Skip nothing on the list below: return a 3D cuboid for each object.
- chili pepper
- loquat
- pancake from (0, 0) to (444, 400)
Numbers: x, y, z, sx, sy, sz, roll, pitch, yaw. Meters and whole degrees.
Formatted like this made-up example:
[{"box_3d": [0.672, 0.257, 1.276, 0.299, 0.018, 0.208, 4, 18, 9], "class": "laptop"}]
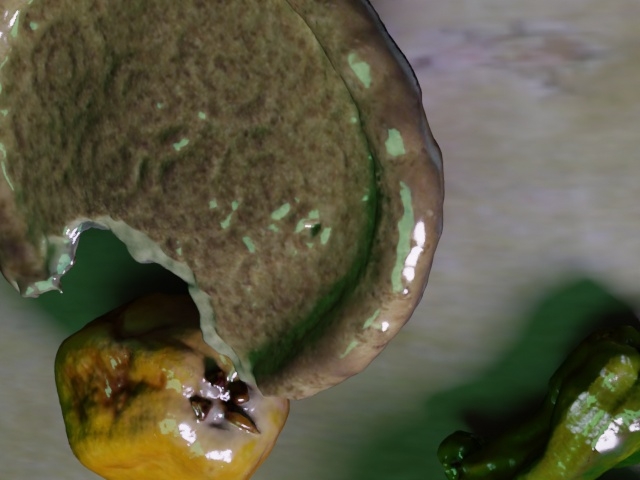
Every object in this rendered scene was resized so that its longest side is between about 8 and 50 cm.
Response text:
[{"box_3d": [0.141, 0.091, 0.982, 0.073, 0.072, 0.204, 41, 132, -7], "class": "chili pepper"}, {"box_3d": [-0.081, 0.088, 1.052, 0.137, 0.113, 0.137, 28, 141, 25], "class": "loquat"}, {"box_3d": [-0.075, -0.043, 0.947, 0.286, 0.033, 0.288, -37, 83, 34], "class": "pancake"}]
